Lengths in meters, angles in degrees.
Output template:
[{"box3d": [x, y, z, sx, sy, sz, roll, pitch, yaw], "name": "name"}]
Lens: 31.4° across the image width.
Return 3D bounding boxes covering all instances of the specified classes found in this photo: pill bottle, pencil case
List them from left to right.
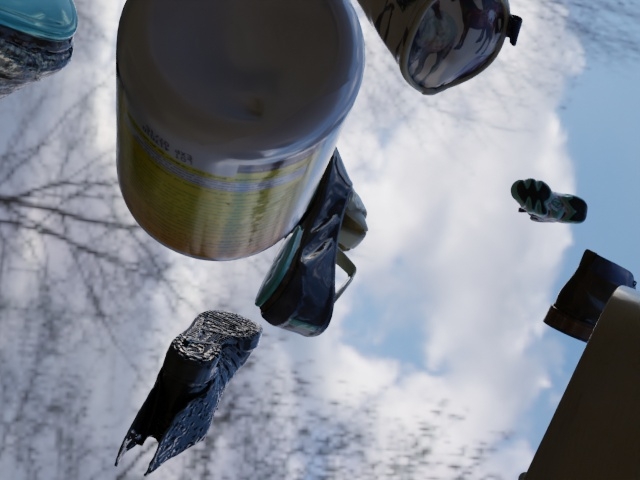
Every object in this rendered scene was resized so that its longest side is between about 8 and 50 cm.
[{"box3d": [-0.052, -0.060, 0.616, 0.215, 0.117, 0.117, 118, -29, -69], "name": "pill bottle"}, {"box3d": [0.120, -0.385, 1.552, 0.183, 0.160, 0.410, -52, -138, 29], "name": "pencil case"}]

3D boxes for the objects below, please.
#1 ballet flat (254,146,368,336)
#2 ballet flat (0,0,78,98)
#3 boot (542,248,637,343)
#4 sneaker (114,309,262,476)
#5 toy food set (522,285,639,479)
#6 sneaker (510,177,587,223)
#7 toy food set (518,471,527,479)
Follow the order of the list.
[{"box3d": [0.000, 0.000, 0.913, 0.074, 0.074, 0.203, -57, -168, 41], "name": "ballet flat"}, {"box3d": [-0.372, -0.192, 0.767, 0.182, 0.483, 0.164, -30, -115, 19], "name": "ballet flat"}, {"box3d": [0.381, 0.083, 1.427, 0.082, 0.219, 0.106, 33, -76, 51], "name": "boot"}, {"box3d": [-0.097, 0.112, 0.870, 0.170, 0.051, 0.089, -29, 139, -72], "name": "sneaker"}, {"box3d": [0.306, 0.213, 1.001, 0.219, 0.092, 0.306, 24, -98, 22], "name": "toy food set"}, {"box3d": [0.229, -0.038, 1.222, 0.069, 0.098, 0.038, -5, -113, 62], "name": "sneaker"}, {"box3d": [0.352, 0.413, 1.751, 0.232, 0.104, 0.111, -23, -121, 17], "name": "toy food set"}]
